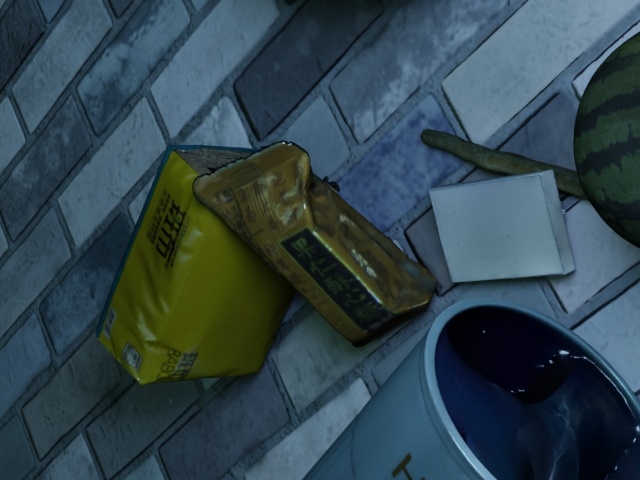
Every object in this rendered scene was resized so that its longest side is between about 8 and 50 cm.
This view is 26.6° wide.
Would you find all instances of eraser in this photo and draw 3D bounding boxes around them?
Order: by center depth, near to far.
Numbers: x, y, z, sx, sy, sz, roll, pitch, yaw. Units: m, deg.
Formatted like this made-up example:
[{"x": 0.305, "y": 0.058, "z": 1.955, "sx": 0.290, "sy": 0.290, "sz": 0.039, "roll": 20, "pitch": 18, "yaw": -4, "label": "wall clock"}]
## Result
[{"x": 0.180, "y": -0.011, "z": 1.355, "sx": 0.150, "sy": 0.023, "sz": 0.104, "roll": -6, "pitch": 101, "yaw": 48, "label": "eraser"}]

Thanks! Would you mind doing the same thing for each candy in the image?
[{"x": 0.000, "y": 0.000, "z": 1.416, "sx": 0.143, "sy": 0.271, "sz": 0.101, "roll": -31, "pitch": 28, "yaw": 33, "label": "candy"}]

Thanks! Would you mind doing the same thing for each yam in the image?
[{"x": 0.187, "y": -0.076, "z": 1.363, "sx": 0.234, "sy": 0.027, "sz": 0.029, "roll": 23, "pitch": 139, "yaw": 43, "label": "yam"}]

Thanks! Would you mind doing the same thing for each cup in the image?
[{"x": 0.156, "y": 0.261, "z": 1.296, "sx": 0.311, "sy": 0.331, "sz": 0.257, "roll": -51, "pitch": 25, "yaw": 36, "label": "cup"}]

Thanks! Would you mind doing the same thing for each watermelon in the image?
[{"x": 0.312, "y": -0.083, "z": 1.110, "sx": 0.212, "sy": 0.212, "sz": 0.212, "roll": 4, "pitch": 95, "yaw": 45, "label": "watermelon"}]

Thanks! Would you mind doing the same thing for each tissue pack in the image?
[{"x": -0.119, "y": 0.029, "z": 1.561, "sx": 0.134, "sy": 0.192, "sz": 0.271, "roll": 44, "pitch": 122, "yaw": 36, "label": "tissue pack"}]
